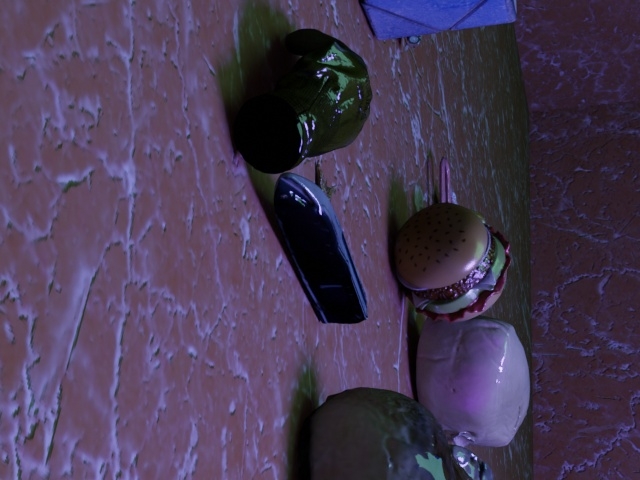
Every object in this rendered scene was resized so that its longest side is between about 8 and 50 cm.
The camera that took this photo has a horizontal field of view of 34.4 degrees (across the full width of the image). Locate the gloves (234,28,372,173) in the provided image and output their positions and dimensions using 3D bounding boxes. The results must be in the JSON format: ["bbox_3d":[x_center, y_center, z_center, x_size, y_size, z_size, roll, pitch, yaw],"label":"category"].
[{"bbox_3d":[-0.005,-0.136,0.992,0.268,0.107,0.135,-69,-179,-60],"label":"gloves"}]

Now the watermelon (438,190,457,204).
[{"bbox_3d":[0.242,-0.051,1.863,0.085,0.061,0.085,-38,133,-56],"label":"watermelon"}]

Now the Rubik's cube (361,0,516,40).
[{"bbox_3d":[0.151,-0.418,1.394,0.205,0.205,0.207,52,38,-63],"label":"Rubik's cube"}]

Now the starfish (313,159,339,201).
[{"bbox_3d":[0.004,-0.039,1.140,0.092,0.016,0.086,67,27,-54],"label":"starfish"}]

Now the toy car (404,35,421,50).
[{"bbox_3d":[0.131,-0.357,1.613,0.122,0.035,0.059,57,32,-43],"label":"toy car"}]

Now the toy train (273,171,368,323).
[{"bbox_3d":[0.000,0.000,1.023,0.252,0.055,0.048,69,23,-52],"label":"toy train"}]

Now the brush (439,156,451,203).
[{"bbox_3d":[0.216,-0.032,1.797,0.103,0.047,0.233,32,55,-68],"label":"brush"}]

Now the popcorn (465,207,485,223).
[{"bbox_3d":[0.216,0.018,1.660,0.126,0.126,0.145,-37,142,-83],"label":"popcorn"}]

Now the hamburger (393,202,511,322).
[{"bbox_3d":[0.181,0.025,1.487,0.137,0.175,0.175,47,39,-44],"label":"hamburger"}]

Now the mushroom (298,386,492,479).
[{"bbox_3d":[0.125,0.293,1.050,0.344,0.130,0.247,58,45,-16],"label":"mushroom"}]

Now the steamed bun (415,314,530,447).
[{"bbox_3d":[0.223,0.223,1.576,0.152,0.170,0.238,-57,145,-35],"label":"steamed bun"}]
